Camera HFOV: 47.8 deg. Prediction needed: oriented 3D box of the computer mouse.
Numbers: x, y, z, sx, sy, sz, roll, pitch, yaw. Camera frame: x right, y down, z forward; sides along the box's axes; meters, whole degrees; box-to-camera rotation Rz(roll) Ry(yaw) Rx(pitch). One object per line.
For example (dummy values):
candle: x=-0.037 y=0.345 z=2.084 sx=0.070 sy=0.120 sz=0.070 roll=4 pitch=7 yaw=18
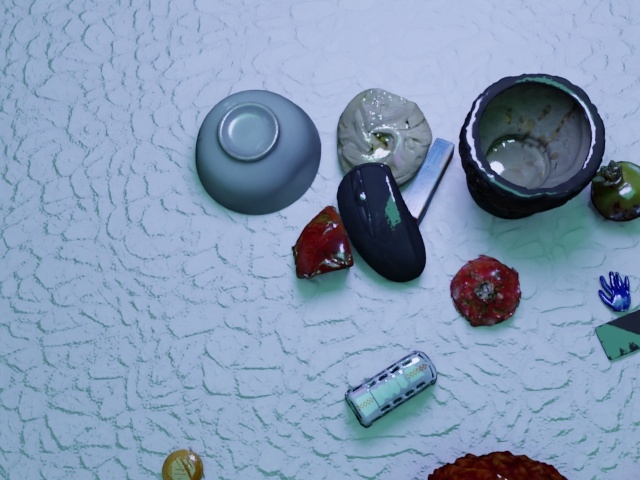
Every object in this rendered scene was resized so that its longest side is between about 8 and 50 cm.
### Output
computer mouse: x=0.122 y=-0.030 z=1.492 sx=0.137 sy=0.086 sz=0.270 roll=-25 pitch=92 yaw=30

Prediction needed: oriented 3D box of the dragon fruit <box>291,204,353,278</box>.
dragon fruit: x=-0.002 y=0.001 z=1.522 sx=0.120 sy=0.127 sz=0.161 roll=-11 pitch=79 yaw=-5

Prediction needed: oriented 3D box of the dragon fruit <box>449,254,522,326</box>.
dragon fruit: x=0.349 y=0.098 z=1.477 sx=0.153 sy=0.111 sz=0.153 roll=0 pitch=81 yaw=2

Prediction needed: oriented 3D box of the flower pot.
flower pot: x=0.403 y=-0.164 z=1.449 sx=0.266 sy=0.267 sz=0.267 roll=-1 pitch=76 yaw=5

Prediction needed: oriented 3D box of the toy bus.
toy bus: x=0.147 y=0.296 z=1.459 sx=0.193 sy=0.089 sz=0.087 roll=-31 pitch=77 yaw=-4

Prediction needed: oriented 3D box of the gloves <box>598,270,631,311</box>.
gloves: x=0.609 y=0.105 z=1.495 sx=0.064 sy=0.026 sz=0.086 roll=-2 pitch=78 yaw=6

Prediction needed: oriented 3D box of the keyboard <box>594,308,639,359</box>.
keyboard: x=0.666 y=0.176 z=1.482 sx=0.196 sy=0.015 sz=0.074 roll=-23 pitch=73 yaw=-1

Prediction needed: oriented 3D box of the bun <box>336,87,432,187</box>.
bun: x=0.134 y=-0.224 z=1.560 sx=0.209 sy=0.116 sz=0.237 roll=-15 pitch=79 yaw=2

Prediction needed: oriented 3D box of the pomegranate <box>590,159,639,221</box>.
pomegranate: x=0.616 y=-0.100 z=1.475 sx=0.129 sy=0.159 sz=0.130 roll=2 pitch=93 yaw=28

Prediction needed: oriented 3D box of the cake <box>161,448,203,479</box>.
cake: x=-0.282 y=0.471 z=1.479 sx=0.084 sy=0.044 sz=0.084 roll=-1 pitch=76 yaw=3

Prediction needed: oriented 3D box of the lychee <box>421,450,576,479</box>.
lychee: x=0.294 y=0.566 z=1.240 sx=0.425 sy=0.424 sz=0.500 roll=-54 pitch=40 yaw=-7

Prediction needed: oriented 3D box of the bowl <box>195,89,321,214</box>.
bowl: x=-0.148 y=-0.211 z=1.566 sx=0.289 sy=0.146 sz=0.290 roll=-1 pitch=77 yaw=5

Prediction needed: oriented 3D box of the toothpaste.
toothpaste: x=0.231 y=-0.123 z=1.562 sx=0.044 sy=0.070 sz=0.193 roll=24 pitch=74 yaw=15
